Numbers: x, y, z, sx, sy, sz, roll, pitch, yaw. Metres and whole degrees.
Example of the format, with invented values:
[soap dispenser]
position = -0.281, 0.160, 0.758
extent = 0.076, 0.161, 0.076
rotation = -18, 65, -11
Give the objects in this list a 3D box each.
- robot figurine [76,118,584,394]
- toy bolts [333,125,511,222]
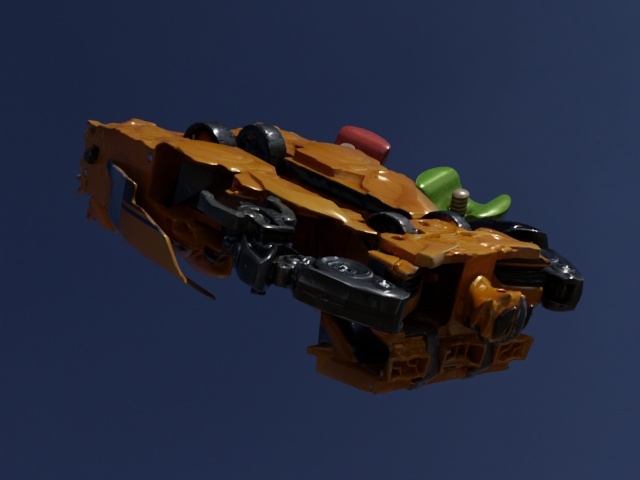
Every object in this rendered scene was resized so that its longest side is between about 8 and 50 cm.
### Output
[robot figurine]
position = 0.000, 0.000, 0.677
extent = 0.211, 0.291, 0.085
rotation = -3, -67, -42
[toy bolts]
position = 0.054, 0.004, 1.295
extent = 0.218, 0.228, 0.158
rotation = -26, -44, -41
